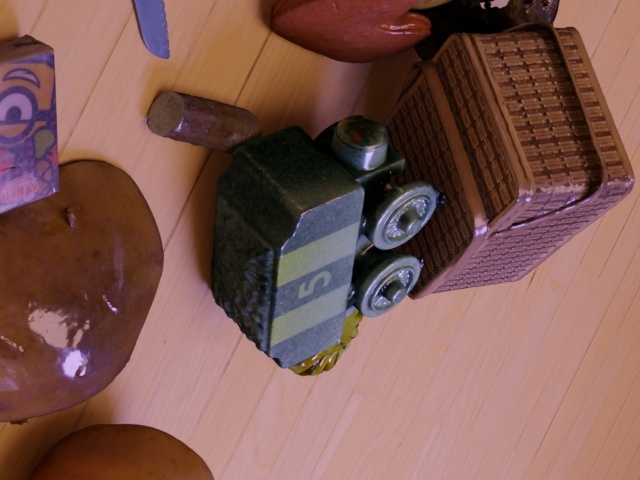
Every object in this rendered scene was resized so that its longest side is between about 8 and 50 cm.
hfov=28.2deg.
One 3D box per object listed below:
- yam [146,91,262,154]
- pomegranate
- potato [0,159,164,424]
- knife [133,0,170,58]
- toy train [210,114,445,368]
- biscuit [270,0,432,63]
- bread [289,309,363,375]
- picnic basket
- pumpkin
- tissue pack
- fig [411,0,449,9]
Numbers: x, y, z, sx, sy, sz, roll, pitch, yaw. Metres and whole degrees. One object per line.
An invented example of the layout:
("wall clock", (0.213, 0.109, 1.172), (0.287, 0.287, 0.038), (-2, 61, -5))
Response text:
("yam", (-0.122, -0.124, 1.355), (0.132, 0.054, 0.054), (9, 104, -53))
("pomegranate", (-0.220, 0.300, 1.355), (0.233, 0.233, 0.233), (-30, 132, -39))
("potato", (-0.252, 0.062, 1.260), (0.299, 0.116, 0.239), (-50, 138, -22))
("knife", (-0.180, -0.301, 1.205), (0.044, 0.019, 0.313), (-41, 141, -33))
("toy train", (0.000, 0.000, 1.448), (0.238, 0.167, 0.299), (-25, 142, -28))
("biscuit", (0.051, -0.240, 1.396), (0.192, 0.186, 0.036), (13, 71, -52))
("bread", (0.002, 0.109, 1.642), (0.139, 0.071, 0.130), (-34, 131, -36))
("picnic basket", (0.192, -0.091, 1.503), (0.175, 0.228, 0.313), (-8, 160, -25))
("pumpkin", (0.210, -0.303, 1.573), (0.238, 0.159, 0.238), (-28, 130, -39))
("tissue pack", (-0.291, -0.100, 1.145), (0.108, 0.060, 0.148), (-25, 131, -41))
("fig", (0.135, -0.393, 1.349), (0.258, 0.258, 0.326), (-20, 144, -45))
